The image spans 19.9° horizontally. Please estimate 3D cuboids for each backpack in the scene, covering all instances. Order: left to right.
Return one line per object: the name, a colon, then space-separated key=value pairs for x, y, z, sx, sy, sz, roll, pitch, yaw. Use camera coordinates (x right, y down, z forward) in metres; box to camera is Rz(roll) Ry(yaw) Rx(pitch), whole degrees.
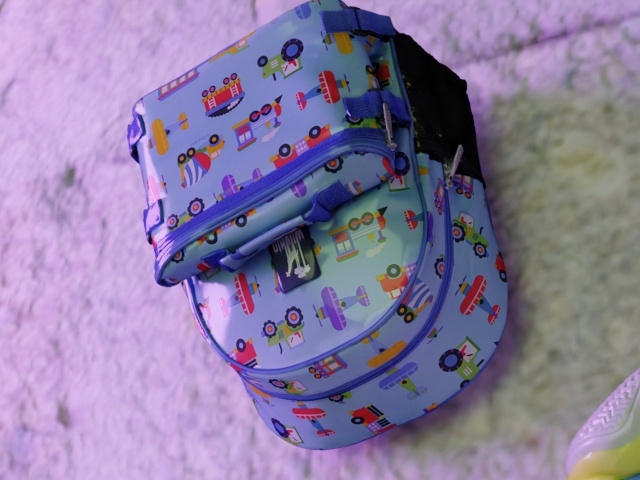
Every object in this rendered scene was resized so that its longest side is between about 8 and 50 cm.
backpack: x=0.000 y=0.000 z=0.835 sx=0.158 sy=0.117 sz=0.173 roll=-24 pitch=57 yaw=22

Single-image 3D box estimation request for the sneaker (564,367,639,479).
sneaker: x=0.130 y=0.140 z=0.706 sx=0.126 sy=0.091 sz=0.240 roll=43 pitch=93 yaw=22
